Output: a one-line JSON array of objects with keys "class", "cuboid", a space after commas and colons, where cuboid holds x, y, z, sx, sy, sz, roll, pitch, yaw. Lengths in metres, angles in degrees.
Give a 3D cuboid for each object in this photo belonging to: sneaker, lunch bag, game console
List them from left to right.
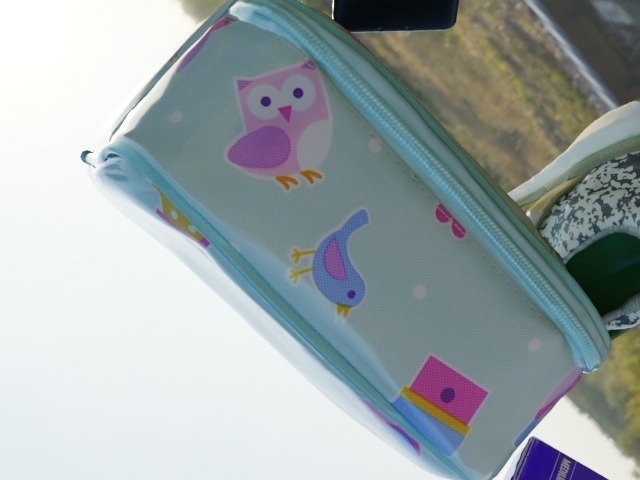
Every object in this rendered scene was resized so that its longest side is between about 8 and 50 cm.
[{"class": "lunch bag", "cuboid": [0.000, 0.000, 0.494, 0.224, 0.108, 0.279, 43, 174, -13]}, {"class": "game console", "cuboid": [0.071, -0.263, 0.988, 0.071, 0.122, 0.107, 108, 159, -77]}, {"class": "sneaker", "cuboid": [0.149, 0.052, 0.803, 0.158, 0.410, 0.182, 42, -143, -7]}]

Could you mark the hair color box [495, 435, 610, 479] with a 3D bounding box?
[{"class": "hair color box", "cuboid": [0.268, 0.318, 0.824, 0.338, 0.185, 0.110, 28, -130, 6]}]
